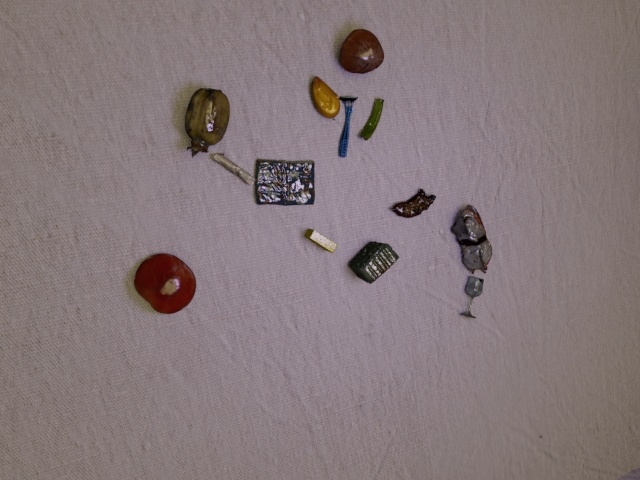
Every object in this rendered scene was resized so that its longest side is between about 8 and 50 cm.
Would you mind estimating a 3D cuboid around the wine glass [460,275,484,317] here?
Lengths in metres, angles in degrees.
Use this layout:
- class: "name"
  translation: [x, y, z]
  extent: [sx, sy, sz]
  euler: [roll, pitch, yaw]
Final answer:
- class: "wine glass"
  translation: [0.737, 0.272, 2.105]
  extent: [0.079, 0.079, 0.195]
  euler: [11, 93, -19]

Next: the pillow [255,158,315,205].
- class: "pillow"
  translation: [-0.143, -0.237, 1.782]
  extent: [0.255, 0.034, 0.189]
  euler: [-2, 98, -20]

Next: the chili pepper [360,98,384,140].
- class: "chili pepper"
  translation: [0.226, -0.515, 1.870]
  extent: [0.052, 0.050, 0.202]
  euler: [23, 85, -3]

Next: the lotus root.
- class: "lotus root"
  translation: [-0.424, -0.429, 1.610]
  extent: [0.154, 0.154, 0.278]
  euler: [13, 90, -20]

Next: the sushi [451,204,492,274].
- class: "sushi"
  translation: [0.714, 0.000, 2.048]
  extent: [0.130, 0.124, 0.332]
  euler: [-31, 103, -25]

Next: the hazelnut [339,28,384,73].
- class: "hazelnut"
  translation: [0.167, -0.768, 1.760]
  extent: [0.182, 0.182, 0.182]
  euler: [-2, 96, -19]

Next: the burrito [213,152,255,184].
- class: "burrito"
  translation: [-0.336, -0.277, 1.702]
  extent: [0.185, 0.045, 0.041]
  euler: [35, 49, -17]

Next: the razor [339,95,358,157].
- class: "razor"
  translation: [0.110, -0.479, 1.838]
  extent: [0.082, 0.042, 0.253]
  euler: [8, 94, 23]

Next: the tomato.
- class: "tomato"
  translation: [-0.570, 0.161, 1.617]
  extent: [0.200, 0.139, 0.233]
  euler: [-47, 107, -16]

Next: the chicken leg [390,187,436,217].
- class: "chicken leg"
  translation: [0.425, -0.160, 1.965]
  extent: [0.234, 0.063, 0.105]
  euler: [-31, 99, -13]

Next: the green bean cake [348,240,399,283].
- class: "green bean cake"
  translation: [0.221, 0.085, 1.857]
  extent: [0.173, 0.181, 0.094]
  euler: [-42, 105, -8]

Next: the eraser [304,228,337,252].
- class: "eraser"
  translation: [0.000, 0.000, 1.817]
  extent: [0.122, 0.097, 0.045]
  euler: [32, 87, -19]

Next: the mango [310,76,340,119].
- class: "mango"
  translation: [0.018, -0.581, 1.786]
  extent: [0.101, 0.066, 0.187]
  euler: [-33, 100, -5]
